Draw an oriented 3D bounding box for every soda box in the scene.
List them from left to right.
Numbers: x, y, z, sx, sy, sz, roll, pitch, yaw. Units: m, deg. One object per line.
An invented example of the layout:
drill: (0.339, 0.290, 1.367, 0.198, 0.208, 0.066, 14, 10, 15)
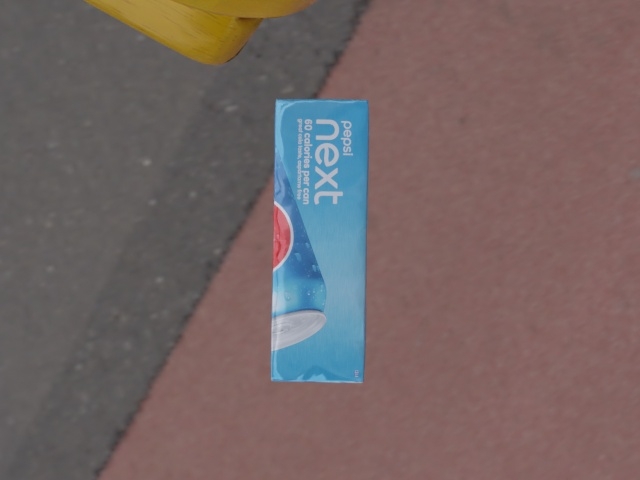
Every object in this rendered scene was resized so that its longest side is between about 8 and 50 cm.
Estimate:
soda box: (0.000, 0.000, 1.416, 0.071, 0.067, 0.210, 1, 91, 1)

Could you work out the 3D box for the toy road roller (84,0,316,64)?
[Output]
toy road roller: (-0.029, -0.229, 0.800, 0.202, 0.329, 0.240, 29, 139, -13)
